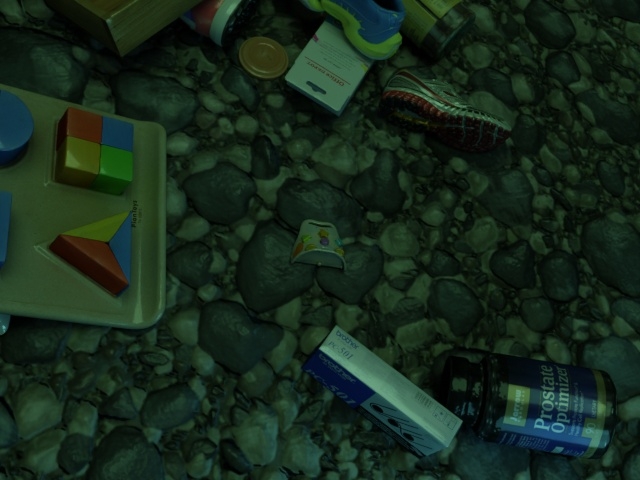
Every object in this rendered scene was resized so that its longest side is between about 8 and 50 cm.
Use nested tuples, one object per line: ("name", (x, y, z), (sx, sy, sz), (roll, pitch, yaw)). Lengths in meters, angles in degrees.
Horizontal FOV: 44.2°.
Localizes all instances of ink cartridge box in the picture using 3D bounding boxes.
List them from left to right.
("ink cartridge box", (0.018, -0.277, 1.279), (0.104, 0.061, 0.181), (32, 59, -1))
("ink cartridge box", (0.078, 0.204, 1.051), (0.207, 0.097, 0.046), (38, 61, 2))

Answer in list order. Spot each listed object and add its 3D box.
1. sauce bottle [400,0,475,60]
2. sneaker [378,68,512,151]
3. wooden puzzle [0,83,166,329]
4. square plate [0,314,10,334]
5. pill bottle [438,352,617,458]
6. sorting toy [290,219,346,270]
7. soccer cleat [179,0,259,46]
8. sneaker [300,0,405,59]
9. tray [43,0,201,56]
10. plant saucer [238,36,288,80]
("sauce bottle", (0.115, -0.465, 1.369), (0.111, 0.111, 0.344), (-39, 82, -28))
("sneaker", (0.213, -0.220, 1.297), (0.225, 0.088, 0.092), (21, 60, -6))
("wooden puzzle", (-0.363, -0.062, 1.015), (0.348, 0.080, 0.322), (9, 63, -29))
("square plate", (-0.563, -0.054, 1.007), (0.344, 0.049, 0.347), (4, 64, -16))
("pill bottle", (0.277, 0.221, 1.079), (0.219, 0.123, 0.122), (9, 63, 2))
("sorting toy", (0.000, 0.000, 1.162), (0.083, 0.045, 0.075), (8, 44, -13))
("soccer cleat", (-0.125, -0.457, 1.301), (0.116, 0.108, 0.318), (29, 63, 3))
("sneaker", (0.047, -0.400, 1.239), (0.240, 0.126, 0.091), (42, 59, 5))
("tray", (-0.215, -0.457, 1.220), (0.203, 0.076, 0.411), (36, 65, 30))
("plant saucer", (-0.092, -0.298, 1.284), (0.084, 0.013, 0.083), (7, 65, -14))
